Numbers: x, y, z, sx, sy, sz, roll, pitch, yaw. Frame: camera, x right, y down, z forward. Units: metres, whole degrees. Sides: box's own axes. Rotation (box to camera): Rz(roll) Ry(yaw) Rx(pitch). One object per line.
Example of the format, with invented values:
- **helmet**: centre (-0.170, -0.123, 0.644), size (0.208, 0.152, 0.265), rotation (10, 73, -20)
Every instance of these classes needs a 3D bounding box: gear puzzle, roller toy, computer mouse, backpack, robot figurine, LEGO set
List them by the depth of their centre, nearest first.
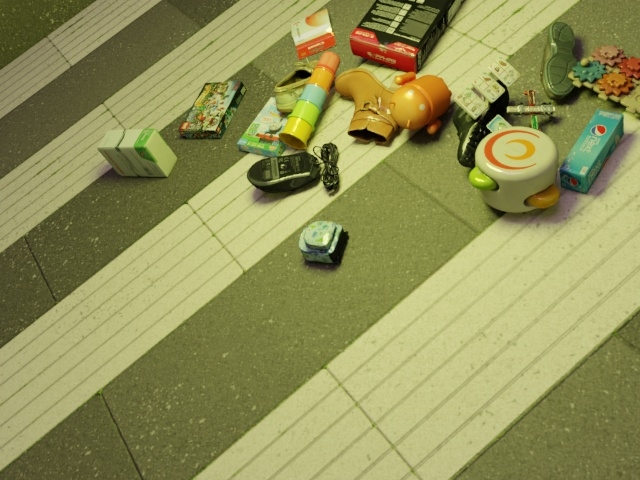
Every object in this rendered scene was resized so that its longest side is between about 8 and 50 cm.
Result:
- **roller toy**: centre (0.477, -0.168, 1.658), size (0.210, 0.146, 0.191), rotation (6, 50, 20)
- **gear puzzle**: centre (0.809, -0.397, 1.722), size (0.175, 0.044, 0.339), rotation (-38, 56, -17)
- **LEGO set**: centre (0.493, -0.337, 1.780), size (0.244, 0.060, 0.182), rotation (45, 78, 7)
- **backpack**: centre (0.000, 0.000, 1.796), size (0.114, 0.084, 0.105), rotation (0, 53, 29)
- **robot figurine**: centre (0.279, -0.384, 1.904), size (0.128, 0.158, 0.219), rotation (18, 37, 37)
- **computer mouse**: centre (-0.077, -0.190, 1.996), size (0.273, 0.072, 0.188), rotation (-7, 49, 5)

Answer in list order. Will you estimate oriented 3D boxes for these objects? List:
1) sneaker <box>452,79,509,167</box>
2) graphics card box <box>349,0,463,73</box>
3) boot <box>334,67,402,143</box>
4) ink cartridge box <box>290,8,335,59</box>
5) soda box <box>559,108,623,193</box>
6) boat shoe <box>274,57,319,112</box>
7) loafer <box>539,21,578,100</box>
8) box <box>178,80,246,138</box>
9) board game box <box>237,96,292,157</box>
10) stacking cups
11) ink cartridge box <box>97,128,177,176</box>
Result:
- **sneaker**: centre (0.411, -0.304, 1.846), size (0.124, 0.107, 0.283), rotation (-3, 50, 47)
- **graphics card box**: centre (0.282, -0.714, 2.179), size (0.233, 0.094, 0.370), rotation (23, 67, 21)
- **boot**: centre (0.129, -0.393, 2.041), size (0.284, 0.109, 0.220), rotation (17, 67, 26)
- **ink cartridge box**: centre (-0.029, -0.726, 2.399), size (0.146, 0.045, 0.179), rotation (-18, 47, 12)
- **soda box**: centre (0.661, -0.218, 1.659), size (0.067, 0.071, 0.210), rotation (24, 68, 36)
- **boat shoe**: centre (-0.057, -0.515, 2.188), size (0.105, 0.089, 0.285), rotation (6, 43, 26)
- **loafer**: centre (0.651, -0.479, 1.878), size (0.096, 0.084, 0.267), rotation (15, 62, -2)
- **box**: centre (-0.370, -0.449, 2.344), size (0.159, 0.044, 0.233), rotation (4, 57, 28)
- **board game box**: centre (-0.146, -0.362, 2.175), size (0.160, 0.039, 0.211), rotation (16, 62, 34)
- **stacking cups**: centre (-0.023, -0.434, 2.108), size (0.096, 0.096, 0.316), rotation (13, 69, 33)
- **ink cartridge box**: centre (-0.606, -0.289, 2.260), size (0.209, 0.153, 0.086), rotation (4, 56, 26)
